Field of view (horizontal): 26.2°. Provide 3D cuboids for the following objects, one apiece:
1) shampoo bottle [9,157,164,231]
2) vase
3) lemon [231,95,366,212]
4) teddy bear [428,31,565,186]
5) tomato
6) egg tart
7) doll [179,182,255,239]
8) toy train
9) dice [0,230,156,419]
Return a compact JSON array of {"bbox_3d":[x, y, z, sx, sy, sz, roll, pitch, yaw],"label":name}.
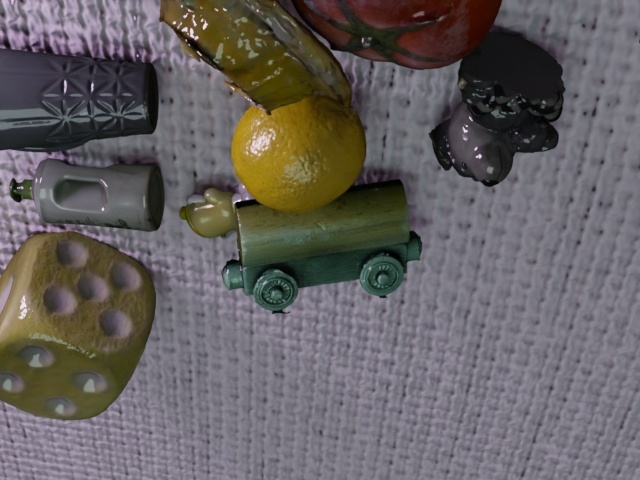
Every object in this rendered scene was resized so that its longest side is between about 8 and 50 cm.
[{"bbox_3d":[-0.363,-0.072,2.109,0.234,0.087,0.118,4,143,7],"label":"shampoo bottle"},{"bbox_3d":[-0.381,-0.193,1.940,0.300,0.156,0.251,0,155,4],"label":"vase"},{"bbox_3d":[-0.026,-0.130,1.898,0.203,0.178,0.178,-34,124,32],"label":"lemon"},{"bbox_3d":[0.249,-0.155,1.842,0.171,0.144,0.251,-2,144,-7],"label":"teddy bear"},{"bbox_3d":[0.090,-0.332,1.585,0.265,0.265,0.265,6,140,5],"label":"tomato"},{"bbox_3d":[-0.096,-0.251,1.696,0.315,0.315,0.120,40,92,-30],"label":"egg tart"},{"bbox_3d":[-0.136,-0.048,2.108,0.162,0.062,0.106,-15,138,28],"label":"doll"},{"bbox_3d":[-0.001,-0.005,2.057,0.307,0.126,0.189,-8,112,-6],"label":"toy train"},{"bbox_3d":[-0.422,0.144,2.271,0.233,0.227,0.238,25,137,-20],"label":"dice"}]
